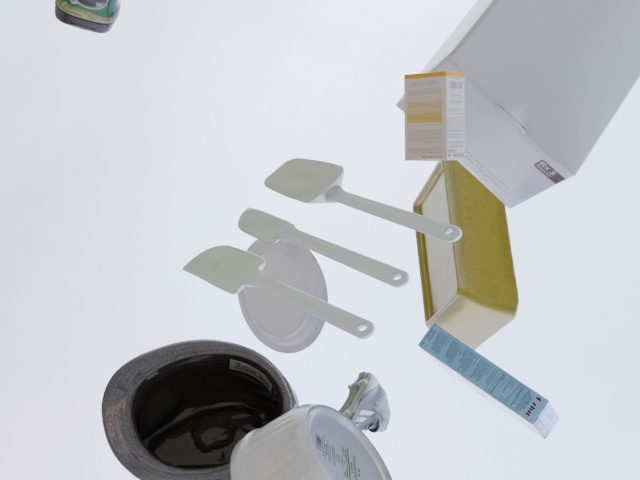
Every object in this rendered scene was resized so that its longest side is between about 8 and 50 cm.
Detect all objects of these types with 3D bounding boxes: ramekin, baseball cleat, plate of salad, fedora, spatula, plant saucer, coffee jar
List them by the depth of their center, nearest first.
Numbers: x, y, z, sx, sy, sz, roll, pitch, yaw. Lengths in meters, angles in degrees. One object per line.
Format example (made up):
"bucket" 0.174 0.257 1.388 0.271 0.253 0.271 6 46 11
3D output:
"spatula" 0.000 0.000 0.916 0.242 0.019 0.168 20 -125 45
"ramekin" 0.000 0.298 1.240 0.109 0.207 0.207 -41 -148 19
"coffee jar" -0.319 -0.381 1.449 0.184 0.096 0.079 125 -29 -47
"fedora" -0.170 0.268 1.453 0.124 0.275 0.244 100 -32 -49
"plate of salad" -0.059 0.086 1.679 0.200 0.048 0.200 6 -80 38
"plant saucer" 0.228 0.006 1.718 0.333 0.081 0.333 114 -27 -70
"baseball cleat" 0.072 0.335 1.869 0.072 0.109 0.206 -26 -159 47

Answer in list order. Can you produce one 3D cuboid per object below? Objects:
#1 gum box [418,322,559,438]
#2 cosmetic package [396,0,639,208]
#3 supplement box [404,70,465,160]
"gum box" 0.233 0.194 1.394 0.184 0.157 0.041 34 -95 25
"cosmetic package" 0.300 -0.257 1.321 0.385 0.217 0.156 -50 -173 -24
"supplement box" 0.128 -0.138 1.141 0.062 0.036 0.098 5 -83 46
